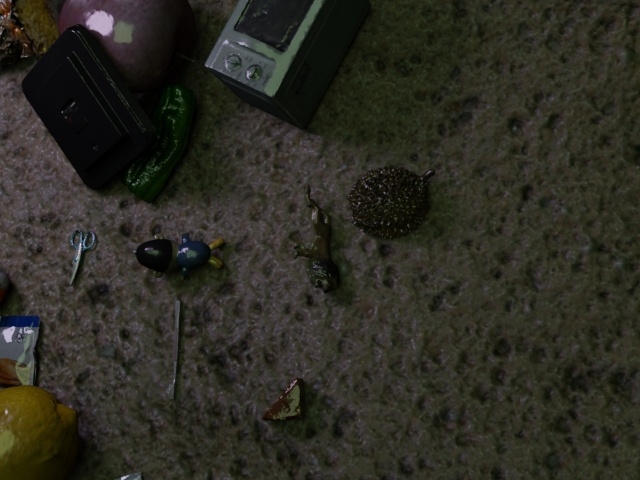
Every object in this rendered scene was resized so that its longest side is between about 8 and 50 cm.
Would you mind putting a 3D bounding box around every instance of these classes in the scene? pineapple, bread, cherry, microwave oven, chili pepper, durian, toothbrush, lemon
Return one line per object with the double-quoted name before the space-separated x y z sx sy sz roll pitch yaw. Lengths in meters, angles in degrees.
"pineapple" -0.655 -0.460 2.101 0.271 0.262 0.263 -9 75 33
"bread" -0.056 0.315 1.852 0.062 0.043 0.109 42 89 20
"cherry" -0.390 -0.425 1.987 0.307 0.221 0.261 18 45 10
"microwave oven" -0.065 -0.404 1.908 0.181 0.237 0.295 27 87 18
"chili pepper" -0.322 -0.201 2.013 0.099 0.083 0.253 24 90 19
"durian" 0.134 -0.087 1.867 0.188 0.091 0.148 -30 73 4
"toothbrush" -0.287 0.217 1.946 0.017 0.014 0.195 1 79 15
"lemon" -0.588 0.397 1.871 0.288 0.233 0.234 -31 73 3

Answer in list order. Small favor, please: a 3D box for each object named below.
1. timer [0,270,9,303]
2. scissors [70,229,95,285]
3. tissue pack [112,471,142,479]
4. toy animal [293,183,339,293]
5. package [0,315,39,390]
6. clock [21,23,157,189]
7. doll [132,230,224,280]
"timer" -0.717 0.104 2.032 0.136 0.099 0.136 -9 66 20
"scissors" -0.503 0.036 2.039 0.058 0.014 0.119 8 77 20
"tissue pack" -0.374 0.553 1.888 0.122 0.026 0.193 -23 74 8
"toy animal" -0.018 -0.002 1.902 0.086 0.069 0.220 -6 81 -9
"package" -0.662 0.239 2.027 0.171 0.027 0.173 -1 81 13
"clock" -0.470 -0.254 1.953 0.279 0.049 0.273 -29 97 48
"doll" -0.283 0.029 1.955 0.179 0.089 0.102 4 78 -9
